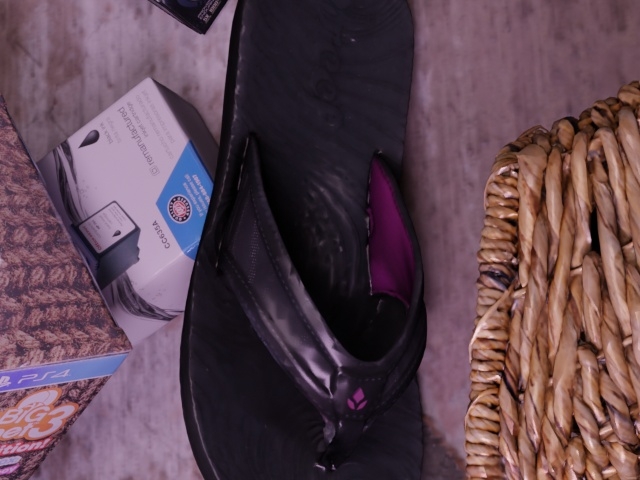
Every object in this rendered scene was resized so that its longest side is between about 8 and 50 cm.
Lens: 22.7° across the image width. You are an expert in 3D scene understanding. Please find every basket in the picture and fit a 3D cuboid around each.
[{"bbox_3d":[0.171,0.046,0.909,0.223,0.299,0.213,-32,67,12],"label":"basket"}]

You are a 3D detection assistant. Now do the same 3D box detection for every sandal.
[{"bbox_3d":[-0.002,-0.002,1.061,0.167,0.107,0.446,5,74,-19],"label":"sandal"}]

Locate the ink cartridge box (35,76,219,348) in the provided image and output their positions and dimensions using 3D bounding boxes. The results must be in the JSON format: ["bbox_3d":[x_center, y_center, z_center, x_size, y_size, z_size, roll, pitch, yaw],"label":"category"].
[{"bbox_3d":[-0.153,-0.005,1.180,0.191,0.082,0.139,-36,66,10],"label":"ink cartridge box"}]

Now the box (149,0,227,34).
[{"bbox_3d":[-0.128,-0.270,1.238,0.180,0.077,0.147,36,91,26],"label":"box"}]

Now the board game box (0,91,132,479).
[{"bbox_3d":[-0.299,0.072,1.123,0.291,0.141,0.232,-50,60,37],"label":"board game box"}]
